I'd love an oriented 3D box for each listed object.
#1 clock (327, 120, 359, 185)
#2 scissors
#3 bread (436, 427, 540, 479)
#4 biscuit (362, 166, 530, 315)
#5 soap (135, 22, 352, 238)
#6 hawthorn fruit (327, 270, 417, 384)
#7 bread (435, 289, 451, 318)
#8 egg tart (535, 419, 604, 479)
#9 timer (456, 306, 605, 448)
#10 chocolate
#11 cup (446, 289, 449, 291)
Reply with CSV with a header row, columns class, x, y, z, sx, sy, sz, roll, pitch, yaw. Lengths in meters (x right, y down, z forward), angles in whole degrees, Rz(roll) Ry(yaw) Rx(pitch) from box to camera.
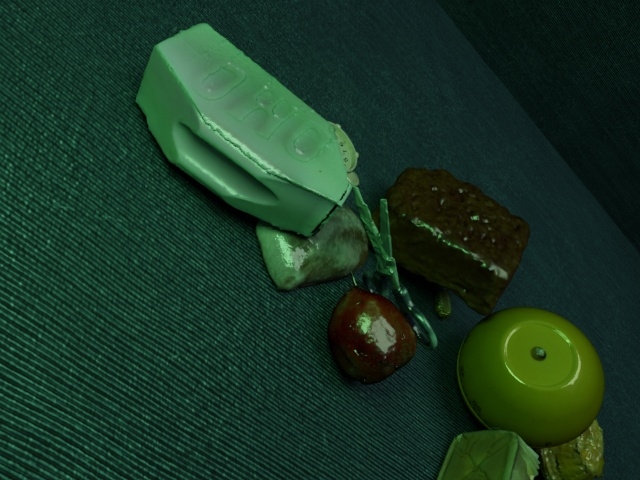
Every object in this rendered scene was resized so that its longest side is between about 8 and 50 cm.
class,x,y,z,sx,sy,sz,roll,pitch,yaw
clock,0.025,-0.236,1.279,0.229,0.063,0.155,57,38,-6
scissors,0.137,0.050,0.996,0.029,0.256,0.383,-31,132,-15
bread,0.363,0.528,1.052,0.110,0.192,0.210,54,41,-9
biscuit,0.345,-0.029,1.277,0.395,0.166,0.342,32,43,14
soap,-0.139,-0.207,0.967,0.446,0.156,0.261,38,43,-6
hawthorn fruit,0.095,0.178,1.020,0.181,0.181,0.235,-7,72,-46
bread,0.344,0.179,1.362,0.049,0.034,0.088,21,48,-17
egg tart,0.721,0.577,1.382,0.315,0.120,0.315,12,72,-39
timer,0.522,0.354,1.241,0.387,0.376,0.376,77,12,-57
chocolate,0.000,0.000,1.091,0.303,0.100,0.185,-11,78,-44
cup,0.366,0.084,1.391,0.102,0.099,0.074,47,43,-14
